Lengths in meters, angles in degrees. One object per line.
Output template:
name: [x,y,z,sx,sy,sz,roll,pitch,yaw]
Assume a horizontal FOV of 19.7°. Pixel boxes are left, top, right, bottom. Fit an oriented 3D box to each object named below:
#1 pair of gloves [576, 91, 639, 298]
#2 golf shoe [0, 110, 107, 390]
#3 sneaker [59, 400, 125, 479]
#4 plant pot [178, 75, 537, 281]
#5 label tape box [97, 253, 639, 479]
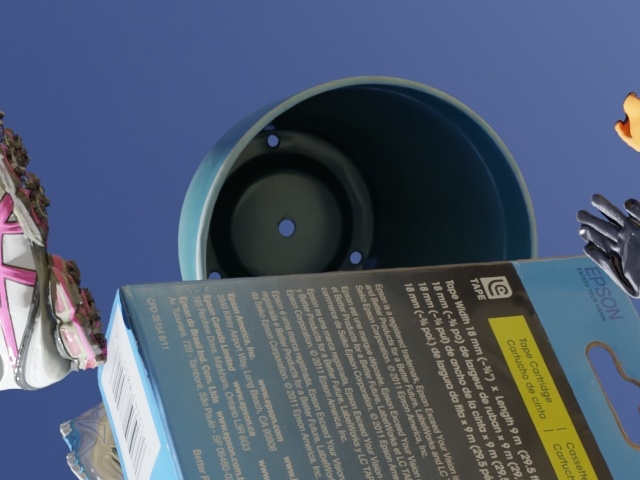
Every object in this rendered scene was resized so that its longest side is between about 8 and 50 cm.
pair of gloves: [0.144,-0.016,0.789,0.010,0.083,0.074,4,-154,-37]
golf shoe: [-0.190,0.002,1.052,0.067,0.086,0.186,-109,-2,-75]
sneaker: [-0.221,0.214,1.947,0.071,0.083,0.190,47,-178,-27]
plant pot: [0.000,0.000,1.506,0.272,0.271,0.255,40,173,-18]
label tape box: [0.055,0.135,1.123,0.334,0.106,0.240,-3,-132,-21]
